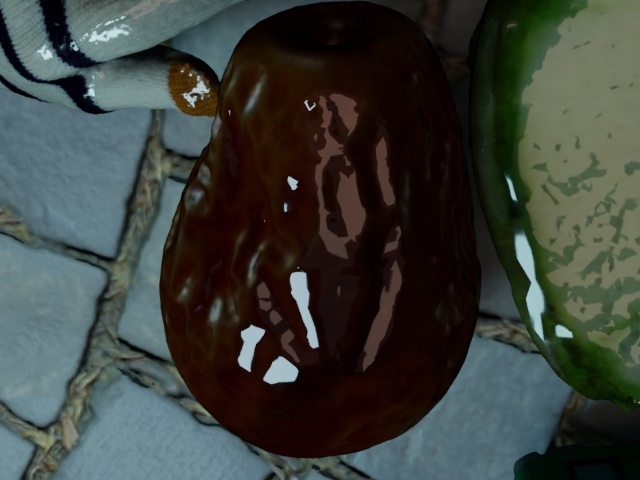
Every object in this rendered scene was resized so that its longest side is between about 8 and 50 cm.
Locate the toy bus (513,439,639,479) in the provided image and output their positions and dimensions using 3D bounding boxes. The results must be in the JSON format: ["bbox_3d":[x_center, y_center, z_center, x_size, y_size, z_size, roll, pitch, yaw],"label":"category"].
[{"bbox_3d":[0.281,0.206,0.515,0.344,0.199,0.183,-9,94,9],"label":"toy bus"}]

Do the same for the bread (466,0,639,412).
[{"bbox_3d":[0.266,-0.071,0.489,0.382,0.129,0.366,-27,98,17],"label":"bread"}]

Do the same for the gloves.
[{"bbox_3d":[-0.123,-0.147,0.538,0.219,0.131,0.140,-3,76,41],"label":"gloves"}]

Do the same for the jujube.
[{"bbox_3d":[0.000,0.000,0.527,0.190,0.190,0.255,7,124,10],"label":"jujube"}]
